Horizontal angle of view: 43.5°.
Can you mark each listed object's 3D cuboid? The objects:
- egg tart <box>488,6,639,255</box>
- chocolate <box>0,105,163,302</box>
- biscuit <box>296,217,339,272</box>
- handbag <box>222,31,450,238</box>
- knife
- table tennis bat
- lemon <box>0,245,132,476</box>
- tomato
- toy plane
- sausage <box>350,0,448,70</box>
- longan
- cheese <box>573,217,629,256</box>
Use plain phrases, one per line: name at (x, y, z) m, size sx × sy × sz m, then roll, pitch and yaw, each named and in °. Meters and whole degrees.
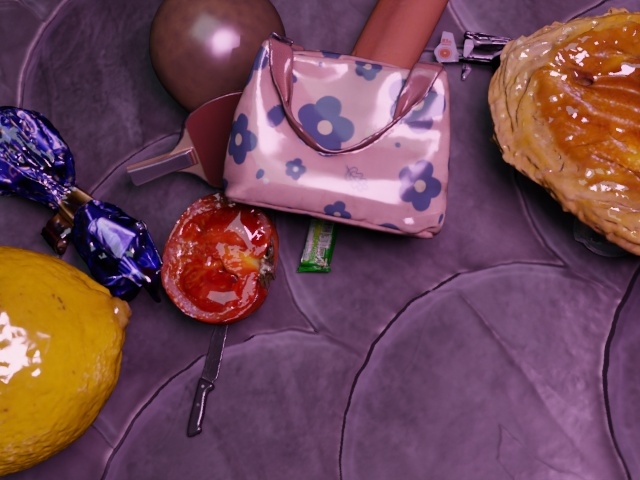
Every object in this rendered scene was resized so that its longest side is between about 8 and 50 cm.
egg tart at (0.379, -0.106, 0.891) m, size 0.351 × 0.153 × 0.340 m, roll -19°, pitch 60°, yaw -4°
chocolate at (-0.304, -0.031, 1.017) m, size 0.343 × 0.126 × 0.148 m, roll 40°, pitch 120°, yaw 21°
biscuit at (0.000, 0.000, 1.007) m, size 0.046 × 0.016 × 0.089 m, roll 8°, pitch 73°, yaw 14°
handbag at (0.028, -0.120, 0.916) m, size 0.251 × 0.190 × 0.193 m, roll 11°, pitch 101°, yaw 1°
knife at (-0.134, 0.156, 0.983) m, size 0.023 × 0.010 × 0.170 m, roll 8°, pitch 72°, yaw 13°
table tennis bat at (-0.136, -0.116, 1.015) m, size 0.220 × 0.130 × 0.019 m, roll -19°, pitch 35°, yaw -2°
lemon at (-0.367, 0.135, 0.895) m, size 0.321 × 0.268 × 0.268 m, roll -15°, pitch 70°, yaw 11°
tomato at (-0.112, 0.025, 0.978) m, size 0.139 × 0.091 × 0.159 m, roll 9°, pitch 82°, yaw 14°
toy plane at (0.242, -0.225, 1.024) m, size 0.197 × 0.053 × 0.078 m, roll 10°, pitch 66°, yaw 12°
sausage at (0.109, -0.288, 1.047) m, size 0.086 × 0.086 × 0.289 m, roll 25°, pitch 77°, yaw 17°
longan at (-0.120, -0.244, 1.042) m, size 0.204 × 0.159 × 0.185 m, roll 10°, pitch 94°, yaw -26°
cheese at (0.359, -0.012, 0.942) m, size 0.120 × 0.026 × 0.067 m, roll 1°, pitch 72°, yaw 10°
